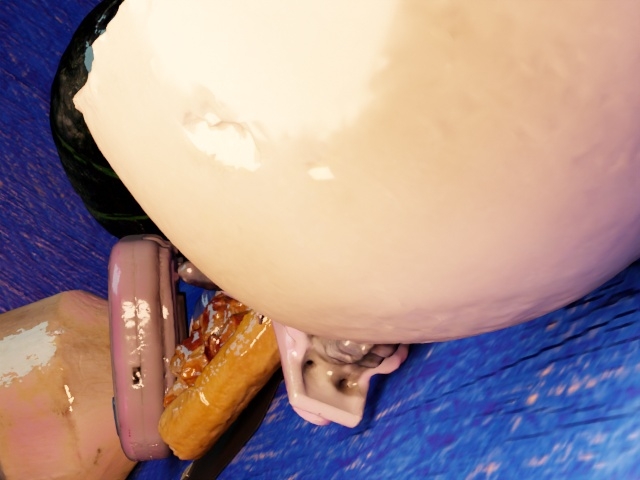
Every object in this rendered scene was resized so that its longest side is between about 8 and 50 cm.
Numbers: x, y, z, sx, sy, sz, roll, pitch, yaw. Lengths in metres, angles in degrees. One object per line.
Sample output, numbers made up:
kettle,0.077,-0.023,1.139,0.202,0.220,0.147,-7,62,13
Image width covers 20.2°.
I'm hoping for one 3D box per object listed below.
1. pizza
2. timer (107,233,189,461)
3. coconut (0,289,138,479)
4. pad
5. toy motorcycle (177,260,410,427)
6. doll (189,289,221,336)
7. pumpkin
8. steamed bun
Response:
pizza,-0.059,0.064,1.349,0.154,0.069,0.194,-54,9,23
timer,-0.149,0.092,1.582,0.208,0.069,0.190,-120,26,-86
coconut,-0.272,0.170,1.870,0.237,0.237,0.197,-57,-25,-4
pad,-0.074,0.156,1.348,0.193,0.004,0.116,-50,9,38
toy motorcycle,0.000,0.000,1.029,0.188,0.143,0.327,-63,18,22
doll,-0.064,0.052,1.531,0.195,0.070,0.096,-57,-25,-27
pumpkin,-0.098,-0.114,1.682,0.315,0.315,0.238,-53,34,26
steamed bun,0.066,-0.104,0.648,0.324,0.206,0.324,-53,9,12
